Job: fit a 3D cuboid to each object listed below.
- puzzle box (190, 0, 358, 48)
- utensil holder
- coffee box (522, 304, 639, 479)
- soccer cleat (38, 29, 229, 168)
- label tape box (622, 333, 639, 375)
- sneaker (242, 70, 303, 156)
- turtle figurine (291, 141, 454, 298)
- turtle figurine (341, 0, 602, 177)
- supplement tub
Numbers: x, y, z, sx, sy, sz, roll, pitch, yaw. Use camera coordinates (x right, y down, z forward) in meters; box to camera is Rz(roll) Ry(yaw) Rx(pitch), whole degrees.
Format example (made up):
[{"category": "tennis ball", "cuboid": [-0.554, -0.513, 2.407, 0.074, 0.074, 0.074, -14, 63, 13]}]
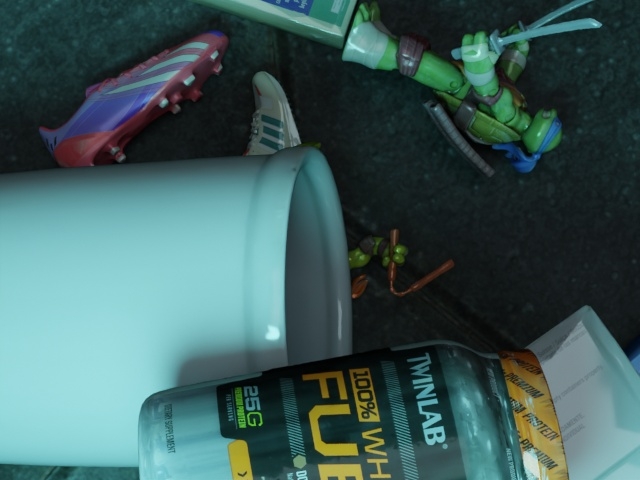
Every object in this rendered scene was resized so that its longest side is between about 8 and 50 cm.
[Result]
[{"category": "puzzle box", "cuboid": [-0.039, -0.461, 1.748, 0.272, 0.052, 0.408, 19, 79, 1]}, {"category": "utensil holder", "cuboid": [-0.185, 0.076, 1.469, 0.386, 0.327, 0.327, -3, 79, 11]}, {"category": "coffee box", "cuboid": [0.209, 0.322, 1.461, 0.338, 0.334, 0.338, -33, 79, -8]}, {"category": "soccer cleat", "cuboid": [-0.215, -0.173, 1.675, 0.248, 0.083, 0.095, -44, 79, -6]}, {"category": "label tape box", "cuboid": [0.530, 0.186, 1.617, 0.249, 0.115, 0.347, -43, 86, -9]}, {"category": "sneaker", "cuboid": [-0.065, -0.119, 1.678, 0.075, 0.057, 0.161, -18, 83, -11]}, {"category": "turtle figurine", "cuboid": [0.000, 0.000, 1.636, 0.270, 0.087, 0.217, -20, 104, 11]}, {"category": "turtle figurine", "cuboid": [0.177, -0.230, 1.644, 0.266, 0.274, 0.197, 21, 45, 6]}, {"category": "supplement tub", "cuboid": [0.028, 0.200, 1.212, 0.338, 0.207, 0.207, -11, 80, -2]}]
